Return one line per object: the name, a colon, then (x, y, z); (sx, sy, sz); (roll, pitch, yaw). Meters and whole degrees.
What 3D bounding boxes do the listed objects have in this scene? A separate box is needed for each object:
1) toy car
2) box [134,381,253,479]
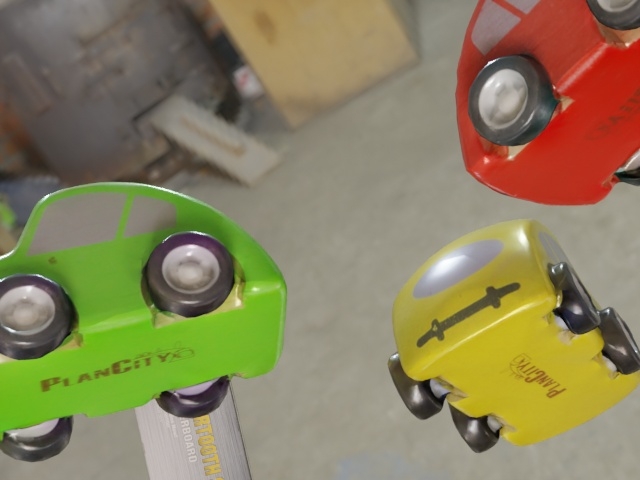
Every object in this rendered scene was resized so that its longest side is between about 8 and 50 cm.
toy car: (0.000, 0.000, 0.441); (0.225, 0.239, 0.053); (-13, 58, -14)
box: (-0.068, 0.150, 0.977); (0.056, 0.183, 0.231); (-12, -16, -7)
